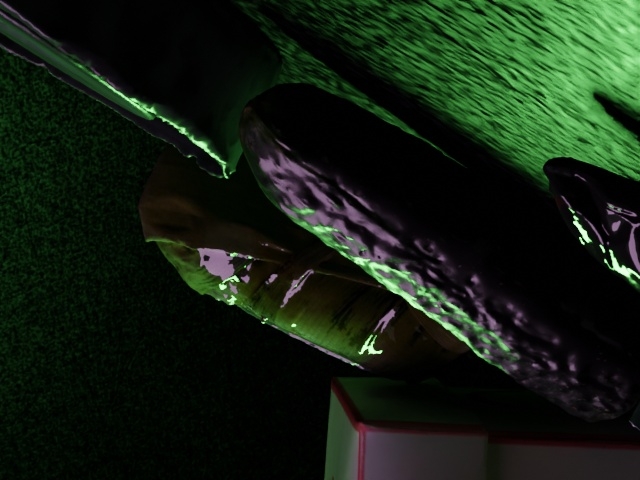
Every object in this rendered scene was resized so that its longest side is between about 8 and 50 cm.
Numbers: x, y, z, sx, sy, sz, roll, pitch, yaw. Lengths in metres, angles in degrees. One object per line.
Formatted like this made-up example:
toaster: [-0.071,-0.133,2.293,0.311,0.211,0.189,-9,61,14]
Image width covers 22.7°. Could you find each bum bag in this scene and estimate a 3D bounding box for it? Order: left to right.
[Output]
bum bag: [0.123,0.010,0.483,0.124,0.034,0.058,31,169,21]

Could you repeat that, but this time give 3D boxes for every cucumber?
cucumber: [0.063,0.001,0.761,0.241,0.074,0.074,34,178,-23]

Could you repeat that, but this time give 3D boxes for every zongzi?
zongzi: [0.000,0.000,1.007,0.251,0.125,0.274,25,176,0]

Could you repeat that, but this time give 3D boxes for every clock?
clock: [-0.165,-0.143,0.801,0.325,0.067,0.325,32,178,1]

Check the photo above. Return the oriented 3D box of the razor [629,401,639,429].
razor: [0.168,0.048,0.662,0.040,0.068,0.135,30,167,11]

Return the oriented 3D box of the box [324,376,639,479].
box: [0.152,0.260,1.083,0.300,0.312,0.314,3,180,-3]
